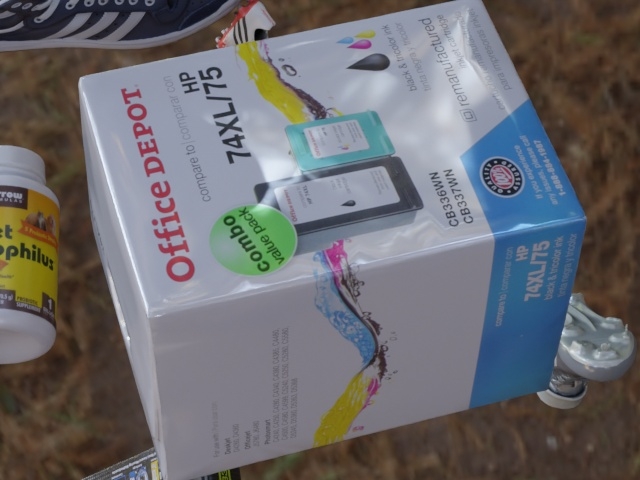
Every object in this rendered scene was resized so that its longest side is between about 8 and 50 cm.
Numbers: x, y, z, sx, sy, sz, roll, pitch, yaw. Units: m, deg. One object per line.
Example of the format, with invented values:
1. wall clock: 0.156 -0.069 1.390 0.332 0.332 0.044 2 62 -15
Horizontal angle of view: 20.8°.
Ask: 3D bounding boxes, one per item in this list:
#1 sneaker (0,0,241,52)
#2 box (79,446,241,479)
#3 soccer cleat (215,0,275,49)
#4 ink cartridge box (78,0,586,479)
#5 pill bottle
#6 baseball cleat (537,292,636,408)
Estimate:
1. sneaker: -0.186 -0.212 1.367 0.282 0.153 0.099 -9 80 -9
2. box: -0.130 0.258 1.330 0.190 0.045 0.184 -26 60 36
3. soccer cleat: -0.062 -0.171 1.461 0.035 0.083 0.029 45 58 2
4. ink cartridge box: 0.000 0.000 1.126 0.270 0.197 0.198 -13 55 -11
5. pill bottle: -0.334 0.013 1.834 0.117 0.117 0.215 -7 63 7
6. baseball cleat: 0.235 0.110 1.573 0.072 0.109 0.206 -4 16 -5
